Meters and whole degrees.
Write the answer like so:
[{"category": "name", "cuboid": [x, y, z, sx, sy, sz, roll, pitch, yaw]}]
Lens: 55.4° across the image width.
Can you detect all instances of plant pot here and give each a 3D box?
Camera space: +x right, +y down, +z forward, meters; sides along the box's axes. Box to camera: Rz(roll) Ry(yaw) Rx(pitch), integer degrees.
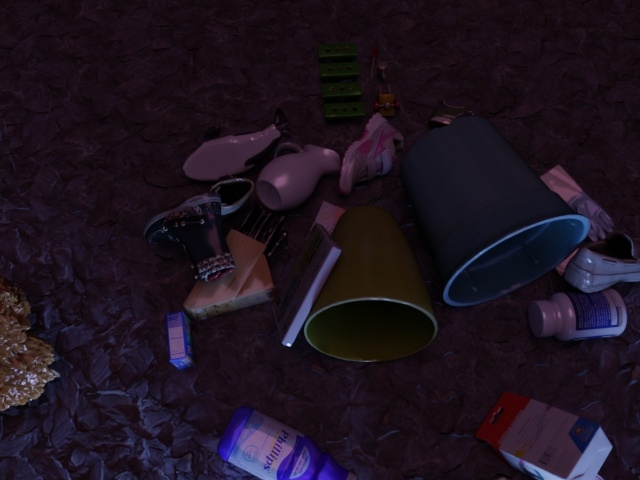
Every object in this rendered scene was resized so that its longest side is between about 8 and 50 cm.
[{"category": "plant pot", "cuboid": [0.358, -0.078, 1.383, 0.341, 0.341, 0.334, -19, 60, -10]}, {"category": "plant pot", "cuboid": [0.106, 0.074, 1.342, 0.275, 0.274, 0.293, 3, 54, -1]}]

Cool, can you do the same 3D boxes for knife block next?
[{"category": "knife block", "cuboid": [-0.199, 0.036, 1.421, 0.276, 0.088, 0.242, -15, 67, -9]}]

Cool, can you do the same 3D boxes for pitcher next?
[{"category": "pitcher", "cuboid": [-0.079, -0.169, 1.497, 0.178, 0.125, 0.207, 26, 47, 28]}]

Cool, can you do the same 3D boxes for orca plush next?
[{"category": "orca plush", "cuboid": [-0.205, -0.236, 1.526, 0.287, 0.102, 0.151, -37, 98, 14]}]

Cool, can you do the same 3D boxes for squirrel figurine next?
[{"category": "squirrel figurine", "cuboid": [-0.750, 0.260, 1.207, 0.398, 0.281, 0.370, -10, 74, -4]}]

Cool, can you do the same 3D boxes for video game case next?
[{"category": "video game case", "cuboid": [-0.035, 0.087, 1.302, 0.026, 0.206, 0.226, 25, 99, -16]}]

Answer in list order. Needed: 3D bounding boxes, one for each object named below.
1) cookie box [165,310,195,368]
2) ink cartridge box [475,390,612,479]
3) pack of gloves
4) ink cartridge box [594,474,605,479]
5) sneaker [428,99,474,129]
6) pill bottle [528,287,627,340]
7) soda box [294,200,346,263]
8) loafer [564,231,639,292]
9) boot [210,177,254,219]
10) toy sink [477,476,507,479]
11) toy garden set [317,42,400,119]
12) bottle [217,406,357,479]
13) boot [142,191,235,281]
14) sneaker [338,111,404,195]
[{"category": "cookie box", "cuboid": [-0.306, 0.219, 1.334, 0.040, 0.091, 0.107, -9, 68, -3]}, {"category": "ink cartridge box", "cuboid": [0.451, 0.411, 1.250, 0.134, 0.231, 0.078, -47, 117, -19]}, {"category": "pack of gloves", "cuboid": [0.597, -0.048, 1.528, 0.195, 0.046, 0.232, -35, 69, -4]}, {"category": "ink cartridge box", "cuboid": [0.502, 0.586, 1.203, 0.172, 0.100, 0.237, 37, 71, 13]}, {"category": "sneaker", "cuboid": [0.390, -0.318, 1.612, 0.192, 0.064, 0.086, 19, 72, 9]}, {"category": "pill bottle", "cuboid": [0.578, 0.170, 1.382, 0.187, 0.112, 0.111, -4, 67, -5]}, {"category": "soda box", "cuboid": [0.000, 0.000, 1.461, 0.063, 0.058, 0.183, 21, 67, 7]}, {"category": "loafer", "cuboid": [0.695, 0.035, 1.404, 0.320, 0.111, 0.112, -14, 37, -32]}, {"category": "boot", "cuboid": [-0.257, -0.079, 1.422, 0.213, 0.165, 0.077, -26, 90, -14]}, {"category": "toy sink", "cuboid": [0.261, 0.566, 1.174, 0.234, 0.152, 0.131, -19, 69, -11]}, {"category": "toy garden set", "cuboid": [0.102, -0.428, 1.661, 0.204, 0.049, 0.244, -4, 66, -2]}, {"category": "bottle", "cuboid": [-0.066, 0.447, 1.243, 0.283, 0.092, 0.118, 25, 67, 8]}, {"category": "boot", "cuboid": [-0.291, 0.013, 1.340, 0.237, 0.085, 0.178, -25, 78, 32]}, {"category": "sneaker", "cuboid": [0.131, -0.208, 1.533, 0.111, 0.103, 0.252, 29, 69, 12]}]
